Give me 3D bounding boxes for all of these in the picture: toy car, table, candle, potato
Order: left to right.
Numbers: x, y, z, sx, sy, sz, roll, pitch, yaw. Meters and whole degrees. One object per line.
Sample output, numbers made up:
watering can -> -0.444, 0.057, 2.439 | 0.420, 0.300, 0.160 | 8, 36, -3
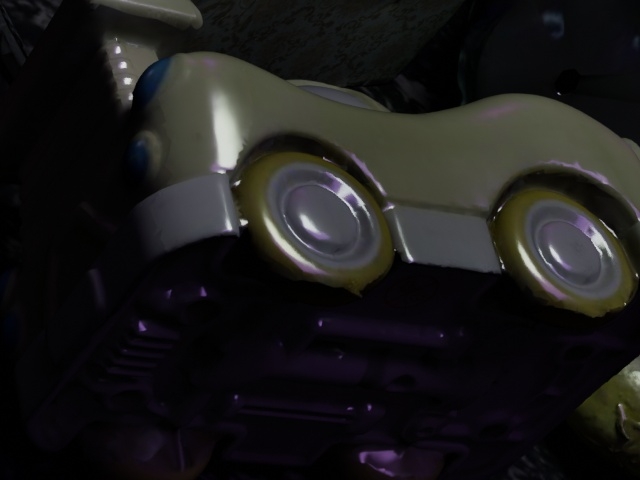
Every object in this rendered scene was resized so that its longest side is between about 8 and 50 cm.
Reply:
table -> -0.070, -0.267, 1.239 | 0.335, 0.222, 0.272 | -8, 62, -45
toy car -> 0.000, 0.000, 1.034 | 0.336, 0.242, 0.226 | 6, 52, -33
potato -> 0.189, 0.064, 1.251 | 0.117, 0.090, 0.225 | -4, 50, -35
candle -> 0.228, -0.172, 1.403 | 0.221, 0.221, 0.342 | 36, 31, -7
